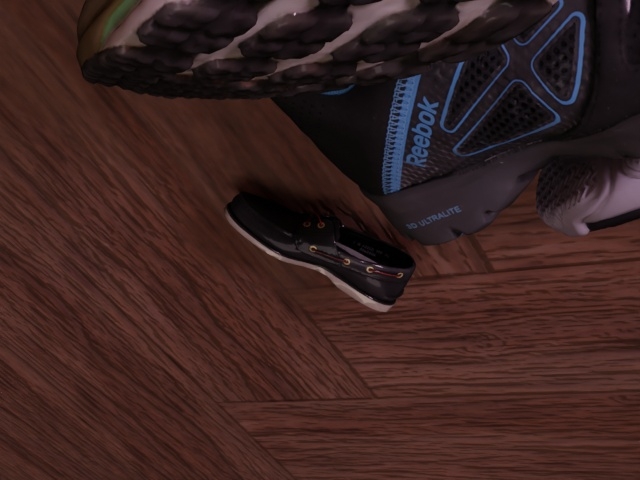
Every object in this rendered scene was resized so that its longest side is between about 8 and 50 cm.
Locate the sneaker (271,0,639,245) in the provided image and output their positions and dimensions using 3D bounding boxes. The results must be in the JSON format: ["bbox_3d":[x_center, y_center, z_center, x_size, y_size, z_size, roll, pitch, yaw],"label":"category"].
[{"bbox_3d":[0.102,-0.104,0.487,0.140,0.125,0.341,37,139,-21],"label":"sneaker"}]

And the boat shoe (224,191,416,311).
[{"bbox_3d":[0.000,-0.001,0.752,0.133,0.049,0.042,27,117,-6],"label":"boat shoe"}]

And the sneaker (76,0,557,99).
[{"bbox_3d":[0.040,-0.188,0.363,0.158,0.182,0.410,1,153,-42],"label":"sneaker"}]

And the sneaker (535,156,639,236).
[{"bbox_3d":[0.234,-0.047,0.532,0.153,0.101,0.269,32,141,-19],"label":"sneaker"}]
